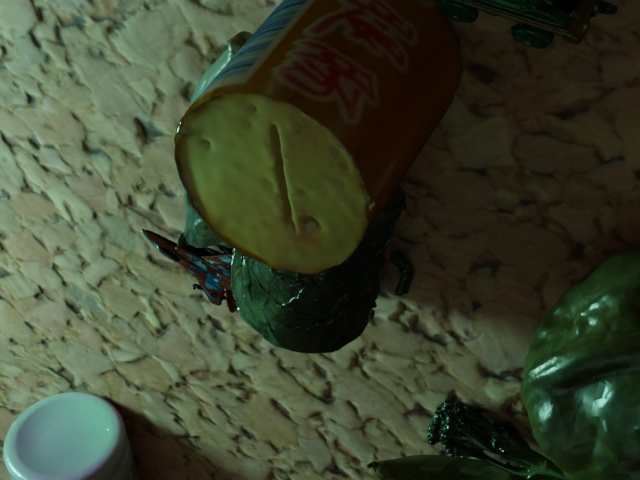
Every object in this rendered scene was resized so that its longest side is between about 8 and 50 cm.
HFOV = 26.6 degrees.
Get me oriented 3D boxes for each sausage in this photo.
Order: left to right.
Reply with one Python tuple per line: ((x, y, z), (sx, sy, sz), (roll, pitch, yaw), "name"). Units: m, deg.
((0.003, -0.139, 1.459), (0.233, 0.287, 0.233), (16, 132, 18), "sausage")

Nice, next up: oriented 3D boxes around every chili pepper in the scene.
((0.107, 0.041, 1.773), (0.027, 0.022, 0.083), (11, 139, 23), "chili pepper")

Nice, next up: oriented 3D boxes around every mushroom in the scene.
((-0.123, -0.117, 1.711), (0.109, 0.097, 0.351), (38, 140, 22), "mushroom")

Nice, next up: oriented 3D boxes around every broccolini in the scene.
((0.336, 0.307, 1.854), (0.392, 0.074, 0.078), (15, 94, 13), "broccolini")

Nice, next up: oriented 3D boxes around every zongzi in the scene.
((0.188, 0.346, 1.927), (0.195, 0.099, 0.197), (-12, 149, 38), "zongzi")

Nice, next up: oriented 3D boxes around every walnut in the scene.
((0.370, 0.162, 1.524), (0.253, 0.282, 0.277), (35, 141, -13), "walnut")

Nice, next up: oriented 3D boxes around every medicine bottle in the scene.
((-0.420, 0.443, 2.369), (0.212, 0.212, 0.325), (16, 136, 20), "medicine bottle")

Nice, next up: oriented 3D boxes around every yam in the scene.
((-0.004, 0.001, 1.686), (0.202, 0.201, 0.271), (27, 133, 6), "yam")

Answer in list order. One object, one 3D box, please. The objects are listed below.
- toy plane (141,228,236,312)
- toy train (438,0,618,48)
((-0.167, 0.030, 1.913), (0.189, 0.061, 0.130), (37, 141, 3), "toy plane")
((0.181, -0.266, 1.327), (0.228, 0.091, 0.136), (21, 171, 15), "toy train")
